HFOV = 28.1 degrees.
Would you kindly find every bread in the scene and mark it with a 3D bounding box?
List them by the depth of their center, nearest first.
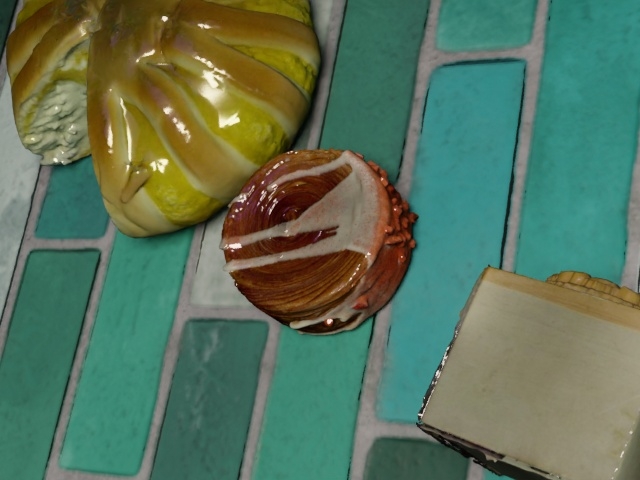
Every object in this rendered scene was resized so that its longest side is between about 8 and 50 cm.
[{"bbox_3d":[0.000,0.000,1.062,0.160,0.073,0.160,-14,59,24],"label":"bread"},{"bbox_3d":[-0.153,-0.174,1.171,0.333,0.160,0.333,-11,63,22],"label":"bread"}]

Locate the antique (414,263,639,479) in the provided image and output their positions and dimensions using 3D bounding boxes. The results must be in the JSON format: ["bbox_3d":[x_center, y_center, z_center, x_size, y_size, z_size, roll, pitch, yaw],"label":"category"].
[{"bbox_3d":[0.177,0.105,0.869,0.152,0.147,0.148,17,78,38],"label":"antique"}]
